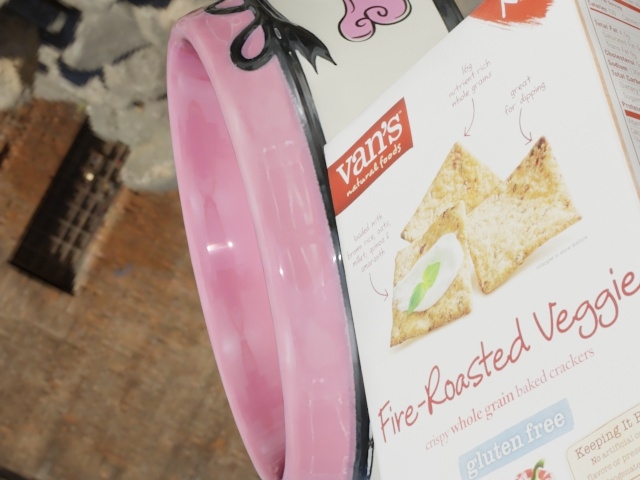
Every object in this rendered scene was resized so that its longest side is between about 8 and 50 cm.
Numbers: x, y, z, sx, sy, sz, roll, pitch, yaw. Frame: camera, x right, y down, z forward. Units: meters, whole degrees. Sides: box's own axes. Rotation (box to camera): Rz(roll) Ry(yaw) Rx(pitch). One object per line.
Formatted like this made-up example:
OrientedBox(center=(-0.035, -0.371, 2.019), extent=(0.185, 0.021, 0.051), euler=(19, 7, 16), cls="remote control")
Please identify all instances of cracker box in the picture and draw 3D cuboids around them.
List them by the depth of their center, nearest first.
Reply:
OrientedBox(center=(0.085, 0.023, 0.468), extent=(0.067, 0.232, 0.155), euler=(14, 143, -34), cls="cracker box")

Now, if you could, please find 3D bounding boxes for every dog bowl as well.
OrientedBox(center=(0.000, 0.000, 0.839), extent=(0.150, 0.408, 0.408), euler=(-12, -176, -14), cls="dog bowl")
